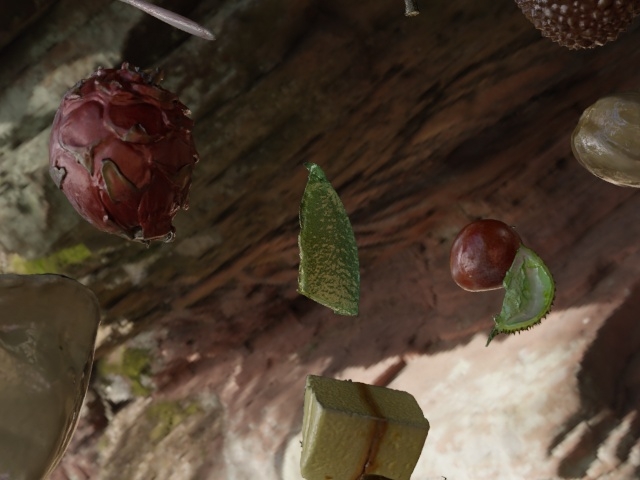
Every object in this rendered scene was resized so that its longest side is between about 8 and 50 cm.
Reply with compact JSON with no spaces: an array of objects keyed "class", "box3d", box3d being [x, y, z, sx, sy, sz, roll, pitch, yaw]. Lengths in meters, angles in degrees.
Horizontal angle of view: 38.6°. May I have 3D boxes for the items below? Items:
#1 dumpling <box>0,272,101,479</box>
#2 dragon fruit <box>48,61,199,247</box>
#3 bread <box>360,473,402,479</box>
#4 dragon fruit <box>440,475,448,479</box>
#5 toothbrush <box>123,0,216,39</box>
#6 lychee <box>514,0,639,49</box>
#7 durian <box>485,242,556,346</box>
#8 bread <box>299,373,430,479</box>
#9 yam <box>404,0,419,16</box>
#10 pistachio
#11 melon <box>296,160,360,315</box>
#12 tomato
[{"class":"dumpling","box3d":[-0.442,0.195,1.115,0.395,0.233,0.315,-48,-37,-1]},{"class":"dragon fruit","box3d":[-0.366,-0.162,1.710,0.277,0.278,0.342,167,109,-83]},{"class":"bread","box3d":[0.127,0.415,1.306,0.103,0.172,0.132,34,-111,-66]},{"class":"dragon fruit","box3d":[0.225,0.465,1.486,0.236,0.135,0.137,18,82,49]},{"class":"toothbrush","box3d":[-0.325,-0.436,1.695,0.029,0.307,0.025,-55,-14,-43]},{"class":"lychee","box3d":[0.478,-0.503,1.680,0.276,0.304,0.276,-12,-7,-1]},{"class":"durian","box3d":[0.370,0.113,1.690,0.215,0.100,0.086,-68,9,-21]},{"class":"bread","box3d":[0.067,0.379,1.764,0.135,0.240,0.178,-119,44,-66]},{"class":"yam","box3d":[0.185,-0.539,1.929,0.033,0.129,0.027,-10,-10,17]},{"class":"pistachio","box3d":[0.444,-0.133,1.238,0.238,0.153,0.137,-4,-33,-35]},{"class":"melon","box3d":[0.000,-0.001,1.508,0.114,0.261,0.053,-7,-4,-23]},{"class":"tomato","box3d":[0.349,0.036,1.925,0.167,0.167,0.167,-40,3,3]}]
